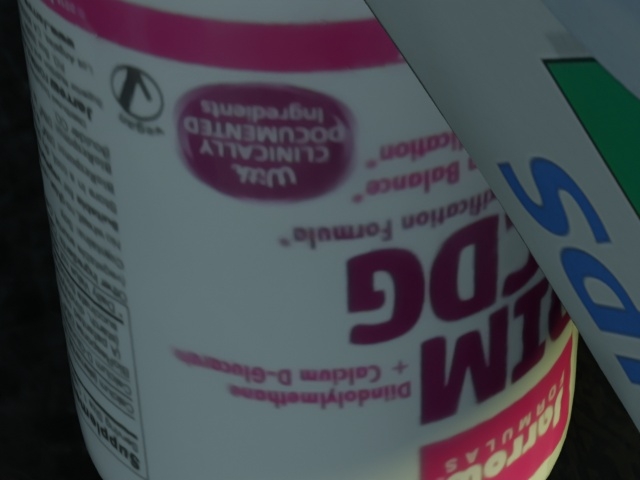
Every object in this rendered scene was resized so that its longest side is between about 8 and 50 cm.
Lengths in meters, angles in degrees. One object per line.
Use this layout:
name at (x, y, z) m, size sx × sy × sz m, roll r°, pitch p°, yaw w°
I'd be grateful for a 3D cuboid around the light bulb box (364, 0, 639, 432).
light bulb box at (0.180, -0.083, 0.294) m, size 0.358 × 0.225 × 0.361 m, roll 55°, pitch 158°, yaw -18°

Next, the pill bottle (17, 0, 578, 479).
pill bottle at (0.000, 0.000, 0.586) m, size 0.160 × 0.160 × 0.283 m, roll 13°, pitch 130°, yaw 19°
